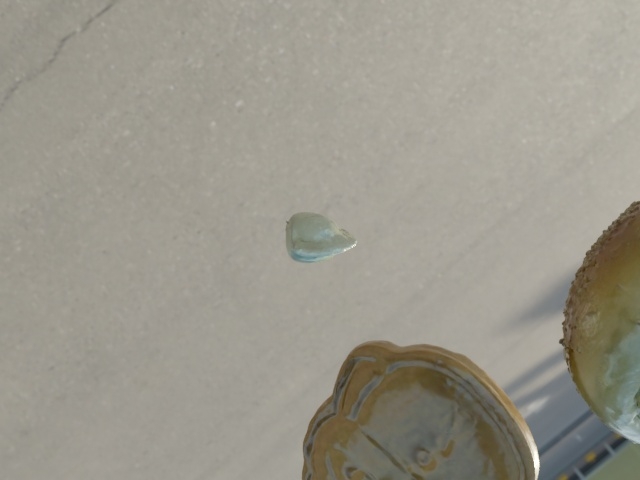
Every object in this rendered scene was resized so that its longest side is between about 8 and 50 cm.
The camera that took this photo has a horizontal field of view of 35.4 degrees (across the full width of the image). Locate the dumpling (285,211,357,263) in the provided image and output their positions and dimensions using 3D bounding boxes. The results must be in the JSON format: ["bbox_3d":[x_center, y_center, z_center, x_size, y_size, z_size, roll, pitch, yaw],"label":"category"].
[{"bbox_3d":[0.000,-0.001,0.816,0.077,0.059,0.043,82,16,-80],"label":"dumpling"}]

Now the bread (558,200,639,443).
[{"bbox_3d":[0.351,0.054,0.927,0.306,0.159,0.305,-19,131,-23],"label":"bread"}]

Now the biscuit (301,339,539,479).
[{"bbox_3d":[0.119,0.300,1.275,0.351,0.312,0.057,-60,166,27],"label":"biscuit"}]
